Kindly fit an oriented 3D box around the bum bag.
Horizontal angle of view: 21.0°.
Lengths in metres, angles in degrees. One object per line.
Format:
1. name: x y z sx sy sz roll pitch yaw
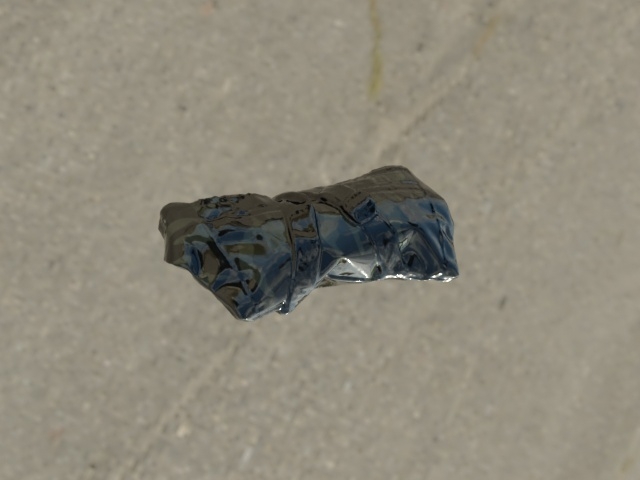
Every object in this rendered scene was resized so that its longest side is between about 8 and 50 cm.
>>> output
1. bum bag: 0.000 0.000 1.732 0.340 0.144 0.095 -9 145 -34
